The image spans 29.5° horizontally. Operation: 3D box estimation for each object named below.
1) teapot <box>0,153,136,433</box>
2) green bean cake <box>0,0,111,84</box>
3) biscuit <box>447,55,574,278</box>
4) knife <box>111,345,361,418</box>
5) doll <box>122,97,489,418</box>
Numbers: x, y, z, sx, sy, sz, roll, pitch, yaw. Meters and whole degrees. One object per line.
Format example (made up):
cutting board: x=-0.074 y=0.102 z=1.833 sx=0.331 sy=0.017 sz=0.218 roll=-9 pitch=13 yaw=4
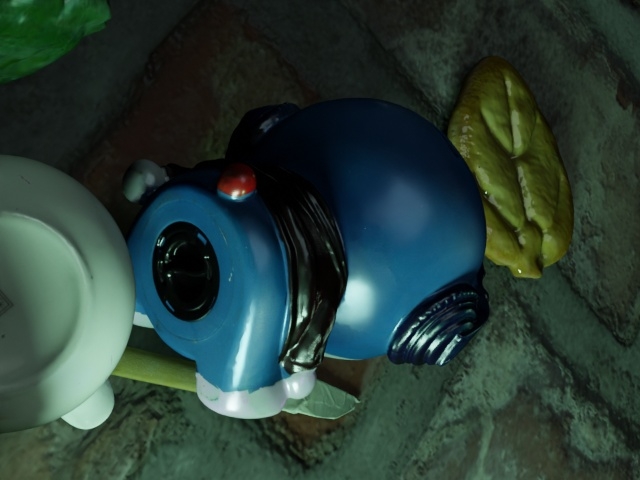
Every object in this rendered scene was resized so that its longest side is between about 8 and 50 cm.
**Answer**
teapot: x=-0.247 y=0.029 z=0.901 sx=0.204 sy=0.139 sz=0.298 roll=-32 pitch=100 yaw=-8
green bean cake: x=-0.336 y=-0.174 z=0.801 sx=0.308 sy=0.300 sz=0.169 roll=-1 pitch=80 yaw=-63
biscuit: x=0.214 y=-0.085 z=1.365 sx=0.203 sy=0.041 sz=0.260 roll=1 pitch=77 yaw=-38
knife: x=-0.076 y=0.121 z=1.082 sx=0.298 sy=0.017 sz=0.047 roll=18 pitch=59 yaw=-33
doll: x=0.000 y=0.000 z=1.038 sx=0.310 sy=0.240 sz=0.284 roll=-12 pitch=54 yaw=-46
